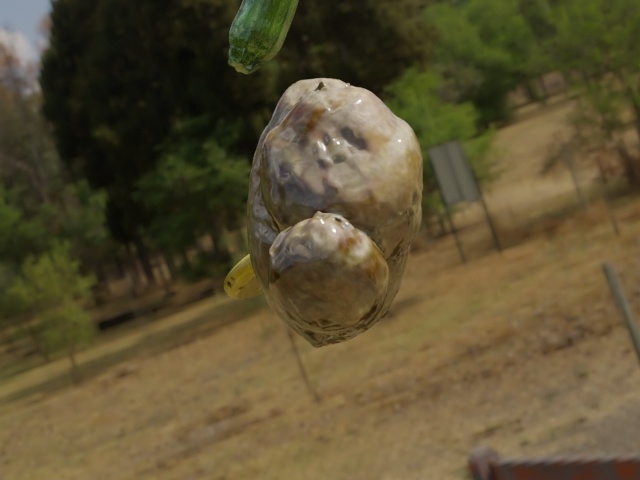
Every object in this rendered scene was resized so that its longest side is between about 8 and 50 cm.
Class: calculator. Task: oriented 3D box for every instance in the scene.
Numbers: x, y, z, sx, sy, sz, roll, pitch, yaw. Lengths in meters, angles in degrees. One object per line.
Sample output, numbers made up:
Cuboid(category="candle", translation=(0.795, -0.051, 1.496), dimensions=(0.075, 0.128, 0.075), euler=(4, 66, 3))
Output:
Cuboid(category="calculator", translation=(0.000, 0.000, 1.556), dimensions=(0.235, 0.032, 0.146), euler=(-24, -14, -31))

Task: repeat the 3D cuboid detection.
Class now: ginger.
Cuboid(category="ginger", translation=(0.008, -0.025, 1.291), dimensions=(0.155, 0.244, 0.304), euler=(6, -1, 1))

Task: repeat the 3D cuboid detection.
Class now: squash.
Cuboid(category="squash", translation=(-0.068, -0.324, 1.980), dimensions=(0.077, 0.219, 0.068), euler=(20, -6, -13))
